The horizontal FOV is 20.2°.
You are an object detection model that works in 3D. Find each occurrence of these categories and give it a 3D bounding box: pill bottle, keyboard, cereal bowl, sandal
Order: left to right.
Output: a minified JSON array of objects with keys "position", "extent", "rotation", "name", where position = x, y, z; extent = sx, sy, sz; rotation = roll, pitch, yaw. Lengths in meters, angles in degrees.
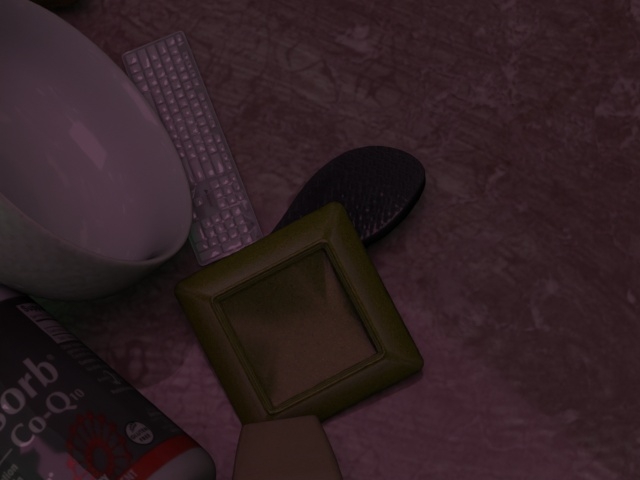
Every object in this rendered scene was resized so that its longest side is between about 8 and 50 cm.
[{"position":[-0.293,0.173,1.675],"extent":[0.363,0.210,0.210],"rotation":[39,77,14],"name":"pill bottle"},{"position":[-0.291,-0.074,1.730],"extent":[0.141,0.339,0.339],"rotation":[-40,70,26],"name":"cereal bowl"},{"position":[-0.134,-0.098,1.867],"extent":[0.072,0.014,0.256],"rotation":[-20,71,-5],"name":"keyboard"},{"position":[-0.001,0.000,1.813],"extent":[0.254,0.054,0.097],"rotation":[-42,67,-1],"name":"sandal"}]

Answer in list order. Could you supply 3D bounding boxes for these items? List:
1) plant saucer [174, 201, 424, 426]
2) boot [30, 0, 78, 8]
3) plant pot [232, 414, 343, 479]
[{"position":[-0.022,0.084,1.745],"extent":[0.188,0.045,0.188],"rotation":[-28,88,-1],"name":"plant saucer"},{"position":[-0.375,-0.199,1.869],"extent":[0.262,0.095,0.203],"rotation":[-2,70,4],"name":"boot"},{"position":[-0.031,0.227,1.705],"extent":[0.109,0.109,0.096],"rotation":[-8,60,0],"name":"plant pot"}]
